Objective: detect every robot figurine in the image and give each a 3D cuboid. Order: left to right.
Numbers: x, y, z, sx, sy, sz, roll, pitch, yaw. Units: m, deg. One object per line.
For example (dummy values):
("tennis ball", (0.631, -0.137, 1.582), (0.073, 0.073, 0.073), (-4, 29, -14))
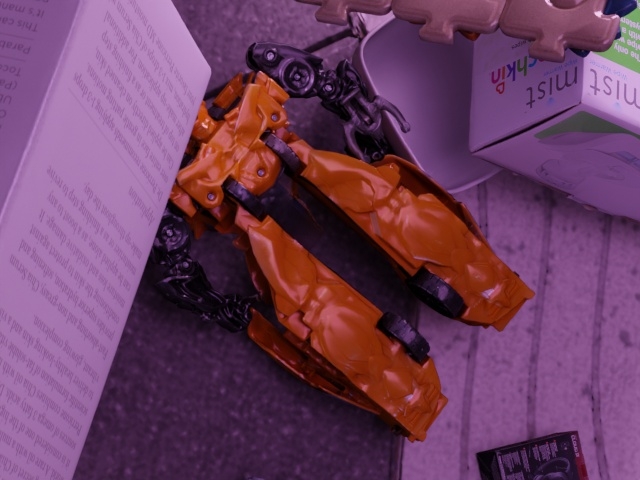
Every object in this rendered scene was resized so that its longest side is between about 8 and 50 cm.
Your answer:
("robot figurine", (0.000, 0.000, 1.362), (0.291, 0.085, 0.211), (42, 78, -14))

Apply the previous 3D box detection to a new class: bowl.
("bowl", (0.097, -0.113, 1.453), (0.142, 0.053, 0.142), (-33, 95, -26))

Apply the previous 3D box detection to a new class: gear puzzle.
("gear puzzle", (0.070, -0.210, 1.357), (0.339, 0.044, 0.175), (12, 65, 23))

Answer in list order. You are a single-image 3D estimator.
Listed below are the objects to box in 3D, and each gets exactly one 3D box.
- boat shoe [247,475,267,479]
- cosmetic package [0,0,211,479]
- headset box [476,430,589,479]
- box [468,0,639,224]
("boat shoe", (0.041, 0.232, 1.365), (0.226, 0.083, 0.076), (18, 86, -10))
("cosmetic package", (-0.229, 0.035, 1.159), (0.161, 0.230, 0.453), (12, 72, 16))
("headset box", (0.166, 0.180, 1.447), (0.083, 0.032, 0.062), (-11, 87, -27))
("box", (0.247, -0.142, 1.448), (0.262, 0.127, 0.231), (21, 62, -33))
